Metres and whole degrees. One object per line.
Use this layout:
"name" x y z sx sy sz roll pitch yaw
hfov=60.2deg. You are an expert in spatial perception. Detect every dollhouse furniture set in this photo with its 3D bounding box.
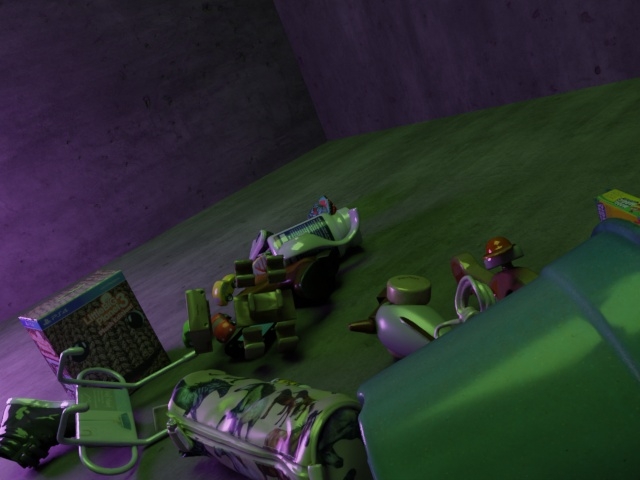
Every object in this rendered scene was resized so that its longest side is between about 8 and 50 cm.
"dollhouse furniture set" -0.183 0.174 1.294 0.242 0.212 0.161 -7 -26 -12

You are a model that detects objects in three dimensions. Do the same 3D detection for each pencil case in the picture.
"pencil case" -0.089 0.310 0.886 0.410 0.159 0.183 -4 9 45

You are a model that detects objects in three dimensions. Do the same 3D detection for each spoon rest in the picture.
"spoon rest" 0.000 0.000 1.561 0.276 0.084 0.137 -28 5 -19

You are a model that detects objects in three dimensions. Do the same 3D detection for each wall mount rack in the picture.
"wall mount rack" -0.403 0.338 1.197 0.304 0.130 0.350 11 18 -30

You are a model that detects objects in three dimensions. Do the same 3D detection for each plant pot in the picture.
"plant pot" 0.240 0.201 0.591 0.334 0.341 0.341 -28 17 10

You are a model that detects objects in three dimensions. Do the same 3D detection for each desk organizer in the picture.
"desk organizer" 0.144 0.155 1.245 0.050 0.047 0.130 -10 21 41

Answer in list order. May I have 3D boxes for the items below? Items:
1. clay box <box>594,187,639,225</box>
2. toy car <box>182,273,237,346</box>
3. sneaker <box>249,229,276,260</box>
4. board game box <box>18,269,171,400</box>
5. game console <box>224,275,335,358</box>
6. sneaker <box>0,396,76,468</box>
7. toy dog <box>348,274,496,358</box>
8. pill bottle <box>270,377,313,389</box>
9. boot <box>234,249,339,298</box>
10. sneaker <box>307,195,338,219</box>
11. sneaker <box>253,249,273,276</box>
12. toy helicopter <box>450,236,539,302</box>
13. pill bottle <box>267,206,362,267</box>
"clay box" 0.601 -0.017 1.056 0.053 0.127 0.222 -23 17 3
"toy car" -0.310 0.212 1.492 0.225 0.053 0.239 -38 31 25
"sneaker" -0.178 0.034 1.960 0.121 0.079 0.217 13 -21 -14
"board game box" -0.566 0.256 1.410 0.141 0.291 0.232 -3 26 46
"game console" -0.109 0.191 1.452 0.213 0.044 0.361 -11 22 32
"sneaker" -0.594 0.443 1.247 0.296 0.104 0.147 0 53 8
"toy dog" 0.159 0.176 0.940 0.161 0.220 0.334 -10 0 -14
"pill bottle" -0.047 0.298 1.030 0.116 0.065 0.065 -1 28 48
"boot" -0.111 0.112 1.460 0.280 0.096 0.264 -17 18 19
"sneaker" 0.012 -0.079 2.044 0.125 0.104 0.262 -40 13 3
"sneaker" -0.178 0.080 1.804 0.083 0.084 0.215 -12 10 31
"toy helicopter" 0.306 0.083 0.948 0.140 0.235 0.355 -24 17 -5
"pill bottle" -0.016 0.006 1.691 0.265 0.153 0.153 -25 18 -6
